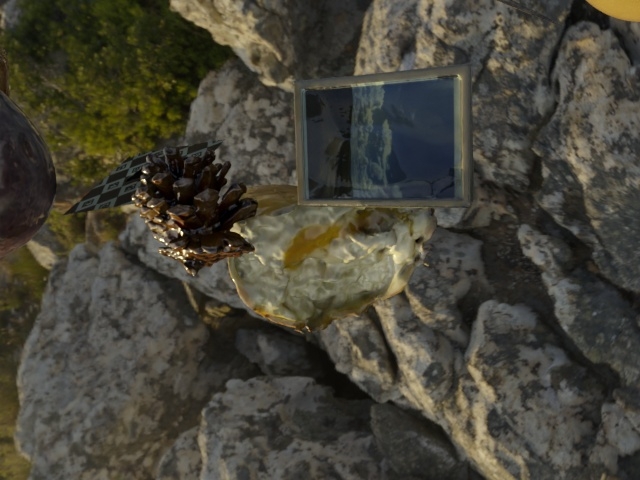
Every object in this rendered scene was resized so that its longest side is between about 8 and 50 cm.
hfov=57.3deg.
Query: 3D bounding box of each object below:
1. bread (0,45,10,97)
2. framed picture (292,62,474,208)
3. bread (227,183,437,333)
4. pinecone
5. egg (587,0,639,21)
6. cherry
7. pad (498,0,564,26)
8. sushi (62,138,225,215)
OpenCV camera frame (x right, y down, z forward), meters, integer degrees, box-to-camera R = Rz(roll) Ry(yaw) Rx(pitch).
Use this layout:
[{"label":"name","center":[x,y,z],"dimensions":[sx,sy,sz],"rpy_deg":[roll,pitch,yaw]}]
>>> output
[{"label":"bread","center":[-0.435,-0.193,0.593],"dimensions":[0.181,0.222,0.096],"rpy_deg":[-2,85,-5]},{"label":"framed picture","center":[0.083,-0.139,0.821],"dimensions":[0.259,0.023,0.189],"rpy_deg":[2,98,23]},{"label":"bread","center":[0.000,0.000,1.139],"dimensions":[0.360,0.394,0.250],"rpy_deg":[-13,104,-8]},{"label":"pinecone","center":[-0.176,-0.044,0.828],"dimensions":[0.195,0.150,0.179],"rpy_deg":[53,160,-3]},{"label":"egg","center":[0.591,-0.589,1.057],"dimensions":[0.300,0.301,0.374],"rpy_deg":[-12,97,32]},{"label":"cherry","center":[-0.285,-0.059,0.432],"dimensions":[0.176,0.176,0.140],"rpy_deg":[24,73,30]},{"label":"pad","center":[0.251,-0.376,0.883],"dimensions":[0.176,0.266,0.002],"rpy_deg":[45,124,32]},{"label":"sushi","center":[-0.369,-0.124,1.284],"dimensions":[0.289,0.264,0.050],"rpy_deg":[-5,125,25]}]
